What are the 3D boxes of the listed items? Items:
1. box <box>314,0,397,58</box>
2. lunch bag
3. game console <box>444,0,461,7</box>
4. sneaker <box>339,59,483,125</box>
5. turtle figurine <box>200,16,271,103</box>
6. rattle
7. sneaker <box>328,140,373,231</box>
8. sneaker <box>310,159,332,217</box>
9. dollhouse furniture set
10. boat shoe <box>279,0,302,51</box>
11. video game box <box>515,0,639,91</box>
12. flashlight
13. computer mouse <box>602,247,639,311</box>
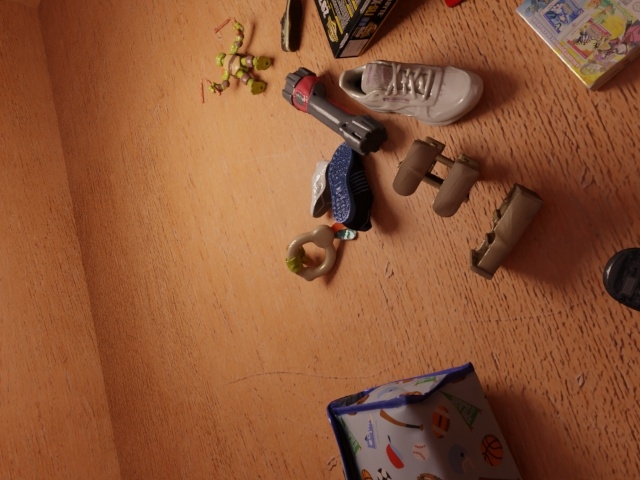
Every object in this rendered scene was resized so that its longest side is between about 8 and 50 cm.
[{"bbox_3d":[0.054,-0.612,0.970,0.257,0.080,0.321,145,107,-70],"label":"box"},{"bbox_3d":[0.169,0.457,0.896,0.385,0.239,0.327,-39,66,54],"label":"lunch bag"},{"bbox_3d":[0.282,-0.555,0.863,0.124,0.085,0.143,-28,102,11],"label":"game console"},{"bbox_3d":[0.172,-0.306,0.916,0.305,0.152,0.114,16,100,40],"label":"sneaker"},{"bbox_3d":[-0.252,-0.511,1.343,0.217,0.087,0.269,33,105,29],"label":"turtle figurine"},{"bbox_3d":[0.000,0.000,1.165,0.130,0.143,0.199,37,102,1],"label":"rattle"},{"bbox_3d":[0.077,-0.126,1.065,0.081,0.091,0.232,-25,54,41],"label":"sneaker"},{"bbox_3d":[0.002,-0.133,1.150,0.061,0.054,0.152,24,102,49],"label":"sneaker"},{"bbox_3d":[0.244,-0.067,0.822,0.242,0.212,0.160,30,112,9],"label":"dollhouse furniture set"},{"bbox_3d":[-0.086,-0.589,1.208,0.049,0.056,0.152,12,100,37],"label":"boat shoe"},{"bbox_3d":[0.458,-0.380,0.722,0.187,0.048,0.205,-42,64,33],"label":"video game box"},{"bbox_3d":[0.034,-0.314,1.085,0.304,0.103,0.103,41,94,29],"label":"flashlight"},{"bbox_3d":[0.549,0.119,0.649,0.262,0.060,0.183,15,97,30],"label":"computer mouse"}]
